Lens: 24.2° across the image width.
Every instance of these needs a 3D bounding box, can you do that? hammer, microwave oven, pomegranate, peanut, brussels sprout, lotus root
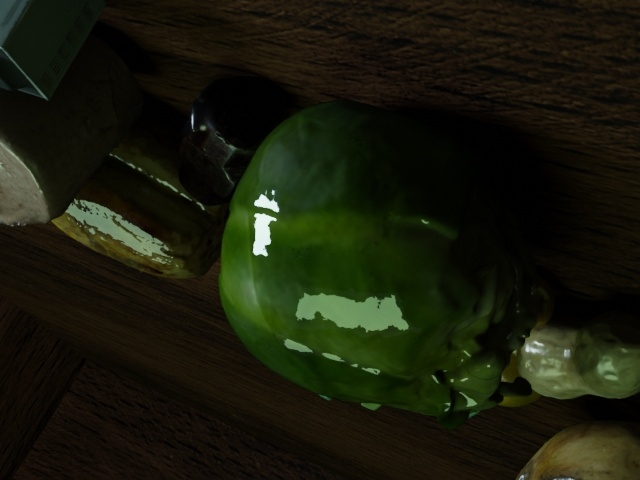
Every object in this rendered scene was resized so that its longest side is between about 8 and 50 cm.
[{"bbox_3d":[0.000,0.000,1.683,0.409,0.095,0.242,46,163,-2],"label":"hammer"},{"bbox_3d":[-0.352,-0.253,1.576,0.205,0.163,0.129,20,164,24],"label":"microwave oven"},{"bbox_3d":[0.378,0.382,1.947,0.322,0.322,0.322,29,165,9],"label":"pomegranate"},{"bbox_3d":[0.296,0.128,1.658,0.117,0.101,0.263,-9,180,-24],"label":"peanut"},{"bbox_3d":[0.063,0.021,1.473,0.315,0.275,0.371,5,157,30],"label":"brussels sprout"},{"bbox_3d":[-0.240,-0.076,1.878,0.291,0.193,0.193,24,164,4],"label":"lotus root"}]

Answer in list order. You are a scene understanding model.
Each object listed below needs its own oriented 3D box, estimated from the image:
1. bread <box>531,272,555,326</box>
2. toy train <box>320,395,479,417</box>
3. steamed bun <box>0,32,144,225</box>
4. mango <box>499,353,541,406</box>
[{"bbox_3d":[0.161,0.049,1.717,0.093,0.073,0.239,-7,-168,-37],"label":"bread"},{"bbox_3d":[0.109,0.172,2.102,0.237,0.150,0.369,25,167,0],"label":"toy train"},{"bbox_3d":[-0.376,-0.167,1.735,0.301,0.251,0.199,12,147,39],"label":"steamed bun"},{"bbox_3d":[0.210,0.129,1.850,0.137,0.098,0.195,18,153,48],"label":"mango"}]
